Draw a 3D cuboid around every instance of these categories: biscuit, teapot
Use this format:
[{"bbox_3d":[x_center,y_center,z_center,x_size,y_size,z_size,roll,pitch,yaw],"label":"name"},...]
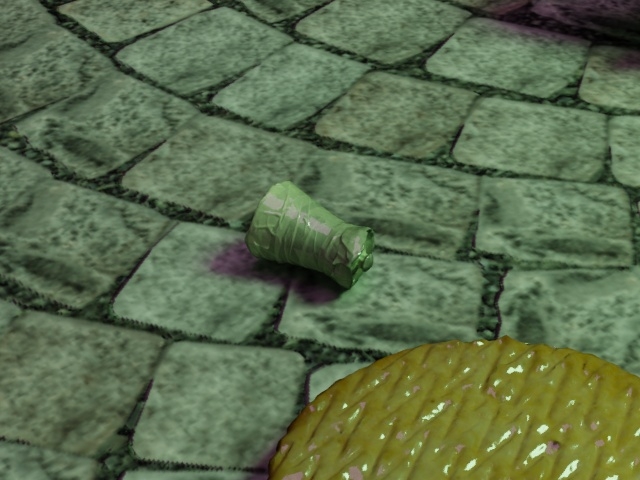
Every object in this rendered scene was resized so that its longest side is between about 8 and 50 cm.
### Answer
[{"bbox_3d":[0.091,0.140,0.597,0.253,0.035,0.254,-2,38,2],"label":"biscuit"},{"bbox_3d":[0.000,0.000,0.781,0.083,0.057,0.067,26,16,25],"label":"teapot"}]
